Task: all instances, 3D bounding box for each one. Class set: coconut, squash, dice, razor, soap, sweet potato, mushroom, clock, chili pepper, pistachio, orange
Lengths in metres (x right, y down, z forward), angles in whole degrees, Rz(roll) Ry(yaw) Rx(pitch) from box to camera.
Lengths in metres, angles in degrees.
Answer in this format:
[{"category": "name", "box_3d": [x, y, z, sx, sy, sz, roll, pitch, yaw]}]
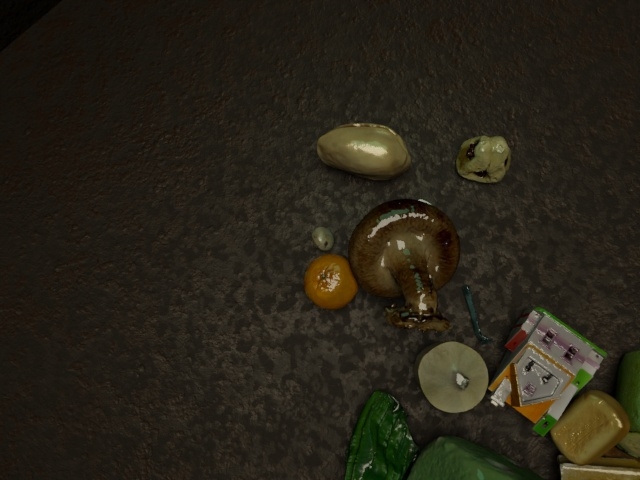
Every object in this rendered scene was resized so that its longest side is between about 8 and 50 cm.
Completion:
[{"category": "coconut", "box_3d": [0.380, 0.396, 1.507, 0.202, 0.222, 0.202, 0, 81, 0]}, {"category": "squash", "box_3d": [0.949, 0.474, 1.471, 0.189, 0.189, 0.260, 25, 57, 8]}, {"category": "dice", "box_3d": [0.428, 0.735, 1.365, 0.331, 0.318, 0.322, 23, 84, -15]}, {"category": "razor", "box_3d": [0.485, 0.235, 1.622, 0.066, 0.033, 0.190, -4, 73, -41]}, {"category": "soap", "box_3d": [0.817, 0.702, 1.452, 0.258, 0.080, 0.160, -5, 92, 20]}, {"category": "sweet potato", "box_3d": [0.823, 0.601, 1.519, 0.281, 0.067, 0.059, 34, 48, 14]}, {"category": "mushroom", "box_3d": [0.000, 0.000, 1.686, 0.079, 0.085, 0.085, -34, 77, 34]}, {"category": "clock", "box_3d": [0.635, 0.390, 1.518, 0.235, 0.166, 0.309, 37, 78, 9]}, {"category": "mushroom", "box_3d": [0.241, 0.054, 1.521, 0.331, 0.356, 0.333, 8, 109, 13]}, {"category": "chili pepper", "box_3d": [0.157, 0.650, 1.515, 0.168, 0.213, 0.384, -9, 51, 46]}, {"category": "pistachio", "box_3d": [0.144, -0.285, 1.667, 0.300, 0.187, 0.187, 9, 82, 12]}, {"category": "orange", "box_3d": [0.034, 0.129, 1.618, 0.178, 0.155, 0.177, 0, 92, -2]}]

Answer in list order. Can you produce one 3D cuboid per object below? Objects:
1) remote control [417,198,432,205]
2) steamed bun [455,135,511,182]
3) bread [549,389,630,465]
[{"category": "remote control", "box_3d": [0.322, -0.074, 1.691, 0.053, 0.018, 0.124, 25, 84, 9]}, {"category": "steamed bun", "box_3d": [0.531, -0.270, 1.637, 0.172, 0.155, 0.140, 9, 81, 5]}, {"category": "bread", "box_3d": [0.758, 0.524, 1.445, 0.217, 0.098, 0.147, -57, 44, 29]}]
